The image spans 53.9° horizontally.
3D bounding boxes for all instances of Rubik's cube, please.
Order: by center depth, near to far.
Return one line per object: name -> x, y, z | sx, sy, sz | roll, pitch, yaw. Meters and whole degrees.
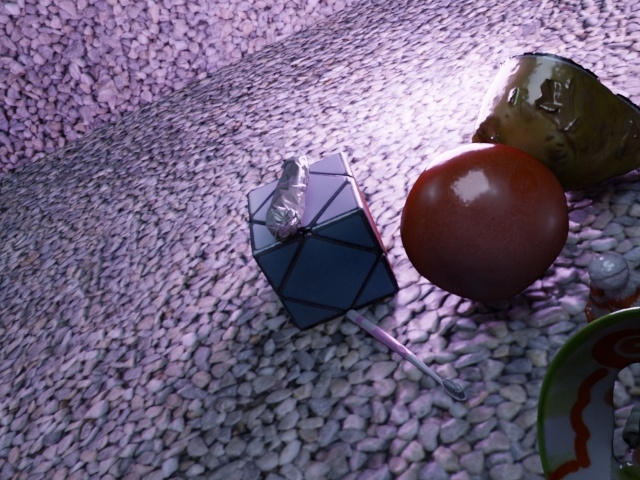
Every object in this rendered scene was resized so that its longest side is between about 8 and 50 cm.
Rubik's cube -> 0.000, 0.000, 1.142 | 0.205, 0.205, 0.207 | -22, 37, 8

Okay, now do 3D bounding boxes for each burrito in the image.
burrito -> -0.052, -0.073, 1.043 | 0.064, 0.064, 0.203 | -14, 36, 18

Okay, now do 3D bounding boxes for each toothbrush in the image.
toothbrush -> 0.127, 0.173, 1.001 | 0.020, 0.025, 0.286 | -39, 37, -16

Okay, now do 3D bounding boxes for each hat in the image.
hat -> 0.401, 0.070, 0.840 | 0.112, 0.162, 0.093 | 0, 47, 38

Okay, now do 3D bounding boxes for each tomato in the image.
tomato -> 0.250, -0.026, 0.978 | 0.256, 0.255, 0.224 | 8, 56, 39

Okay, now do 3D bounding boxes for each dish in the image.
dish -> 0.380, 0.215, 0.608 | 0.124, 0.324, 0.324 | -6, 24, -32

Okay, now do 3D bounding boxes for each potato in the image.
potato -> 0.397, -0.161, 1.084 | 0.196, 0.300, 0.246 | -66, 24, -3

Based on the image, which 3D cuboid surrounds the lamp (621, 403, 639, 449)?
lamp -> 0.430, 0.167, 0.760 | 0.106, 0.106, 0.193 | 12, 60, 41
